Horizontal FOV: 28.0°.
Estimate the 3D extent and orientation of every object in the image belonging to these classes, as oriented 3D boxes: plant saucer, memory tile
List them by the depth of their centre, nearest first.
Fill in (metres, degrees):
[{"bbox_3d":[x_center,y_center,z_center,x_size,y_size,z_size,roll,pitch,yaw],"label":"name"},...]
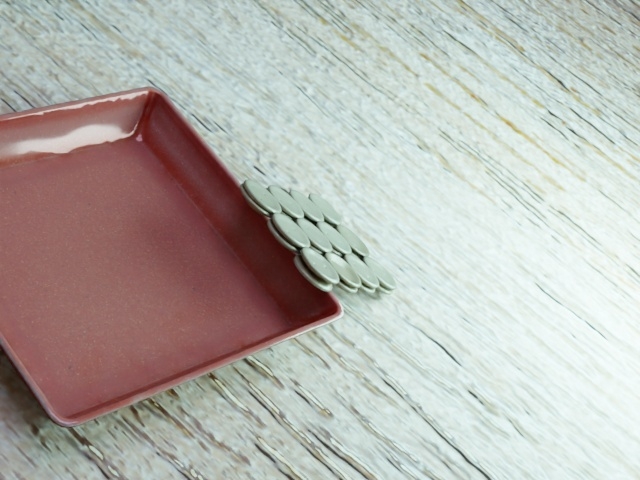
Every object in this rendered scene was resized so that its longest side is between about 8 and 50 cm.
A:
[{"bbox_3d":[-0.153,0.008,0.922,0.258,0.048,0.259,-19,60,-43],"label":"plant saucer"},{"bbox_3d":[0.000,0.000,1.006,0.113,0.012,0.148,49,16,21],"label":"memory tile"}]
